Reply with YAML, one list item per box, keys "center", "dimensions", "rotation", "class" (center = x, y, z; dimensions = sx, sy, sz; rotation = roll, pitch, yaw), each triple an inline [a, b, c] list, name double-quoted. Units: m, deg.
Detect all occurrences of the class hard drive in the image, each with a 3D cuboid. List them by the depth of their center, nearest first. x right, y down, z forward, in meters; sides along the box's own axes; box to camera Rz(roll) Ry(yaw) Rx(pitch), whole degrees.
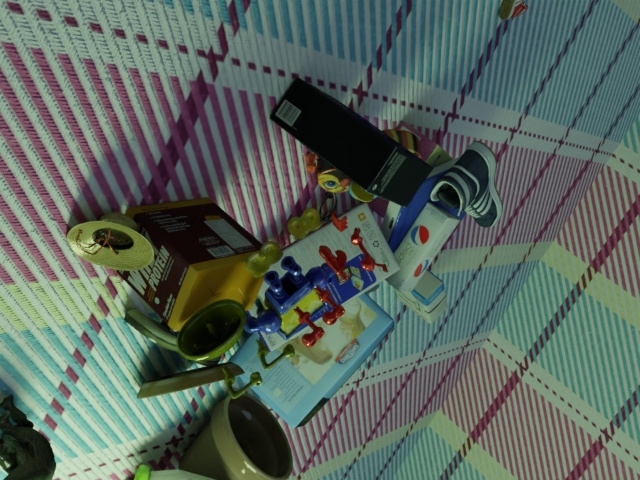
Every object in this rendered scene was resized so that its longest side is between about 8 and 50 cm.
- center: [0.271, -0.092, 1.885]
  dimensions: [0.318, 0.040, 0.210]
  rotation: [-24, 143, -39]
  class: "hard drive"

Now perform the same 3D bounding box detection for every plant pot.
- center: [-0.282, 0.299, 1.681]
  dimensions: [0.236, 0.032, 0.236]
  rotation: [-13, 174, -1]
  class: "plant pot"
- center: [-0.239, 0.558, 2.012]
  dimensions: [0.229, 0.263, 0.263]
  rotation: [-37, 156, 16]
  class: "plant pot"

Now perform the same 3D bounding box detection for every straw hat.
- center: [-0.341, -0.013, 1.291]
  dimensions: [0.144, 0.144, 0.061]
  rotation: [89, 7, -52]
  class: "straw hat"

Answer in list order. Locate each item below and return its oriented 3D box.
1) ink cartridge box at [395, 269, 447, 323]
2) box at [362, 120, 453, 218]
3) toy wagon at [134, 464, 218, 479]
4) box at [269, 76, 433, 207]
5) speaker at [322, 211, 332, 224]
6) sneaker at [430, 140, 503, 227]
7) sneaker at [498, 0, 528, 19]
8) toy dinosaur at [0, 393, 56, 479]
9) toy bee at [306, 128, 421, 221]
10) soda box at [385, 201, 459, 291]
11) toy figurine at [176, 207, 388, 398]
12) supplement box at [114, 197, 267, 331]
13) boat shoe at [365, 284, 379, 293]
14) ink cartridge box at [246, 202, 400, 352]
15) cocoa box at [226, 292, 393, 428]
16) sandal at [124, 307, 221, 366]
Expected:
- center: [0.303, 0.153, 2.374]
  dimensions: [0.086, 0.148, 0.203]
  rotation: [-45, 152, -12]
  class: "ink cartridge box"
- center: [0.220, -0.146, 1.917]
  dimensions: [0.213, 0.117, 0.243]
  rotation: [-54, 152, 7]
  class: "box"
- center: [-0.359, 0.658, 1.924]
  dimensions: [0.267, 0.068, 0.344]
  rotation: [22, 136, -18]
  class: "toy wagon"
- center: [0.060, -0.184, 1.471]
  dimensions: [0.103, 0.261, 0.184]
  rotation: [-55, 153, 9]
  class: "box"
- center: [0.000, 0.000, 1.837]
  dimensions: [0.136, 0.055, 0.055]
  rotation: [-53, 153, 4]
  class: "speaker"
- center: [0.346, -0.092, 1.838]
  dimensions: [0.153, 0.099, 0.282]
  rotation: [-46, 145, -18]
  class: "sneaker"
- center: [0.470, -0.578, 1.832]
  dimensions: [0.067, 0.042, 0.118]
  rotation: [-20, 148, -38]
  class: "sneaker"
- center: [-0.518, 0.373, 1.363]
  dimensions: [0.160, 0.313, 0.121]
  rotation: [49, 66, -25]
  class: "toy dinosaur"
- center: [0.058, -0.144, 1.634]
  dimensions: [0.162, 0.195, 0.298]
  rotation: [26, 115, -37]
  class: "toy bee"
- center: [0.236, 0.018, 1.850]
  dimensions: [0.074, 0.069, 0.216]
  rotation: [7, 120, -58]
  class: "soda box"
- center: [-0.054, 0.139, 1.372]
  dimensions: [0.362, 0.191, 0.217]
  rotation: [-42, 157, -14]
  class: "toy figurine"
- center: [-0.229, 0.035, 1.384]
  dimensions: [0.191, 0.194, 0.129]
  rotation: [-12, 134, -50]
  class: "supplement box"
- center: [0.063, 0.120, 2.079]
  dimensions: [0.183, 0.083, 0.065]
  rotation: [-22, 151, 5]
  class: "boat shoe"
- center: [-0.011, 0.078, 1.718]
  dimensions: [0.371, 0.176, 0.069]
  rotation: [-31, -172, -23]
  class: "ink cartridge box"
- center: [-0.016, 0.251, 1.883]
  dimensions: [0.347, 0.231, 0.228]
  rotation: [-47, 169, -4]
  class: "cocoa box"
- center: [-0.281, 0.186, 1.592]
  dimensions: [0.086, 0.120, 0.303]
  rotation: [-61, 154, -9]
  class: "sandal"
